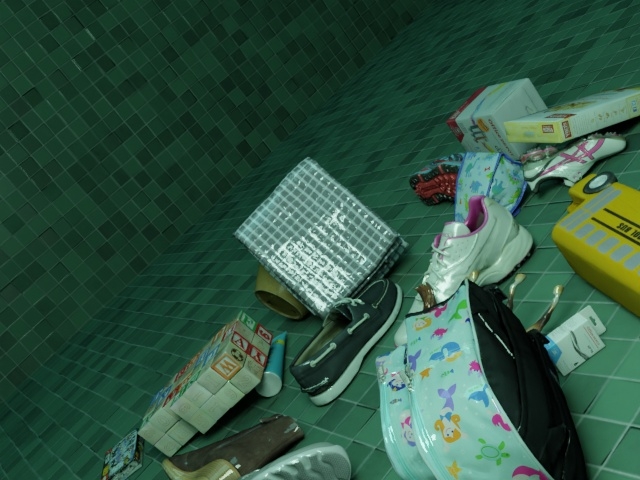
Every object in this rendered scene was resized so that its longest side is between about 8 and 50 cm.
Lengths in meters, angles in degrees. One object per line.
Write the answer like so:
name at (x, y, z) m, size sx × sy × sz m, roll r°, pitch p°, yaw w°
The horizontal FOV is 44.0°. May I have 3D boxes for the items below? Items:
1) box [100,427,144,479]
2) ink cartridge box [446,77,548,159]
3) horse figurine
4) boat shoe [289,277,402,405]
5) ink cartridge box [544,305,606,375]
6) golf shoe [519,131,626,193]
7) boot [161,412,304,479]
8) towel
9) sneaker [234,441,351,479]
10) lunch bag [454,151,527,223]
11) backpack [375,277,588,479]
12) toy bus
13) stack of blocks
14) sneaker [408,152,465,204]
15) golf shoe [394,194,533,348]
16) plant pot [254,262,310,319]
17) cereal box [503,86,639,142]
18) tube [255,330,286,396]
box at (-0.424, 0.469, 1.700) m, size 0.094 × 0.027 × 0.137 m, roll -39°, pitch 17°, yaw 1°
ink cartridge box at (0.393, -0.258, 1.728) m, size 0.127 × 0.128 × 0.176 m, roll -44°, pitch 18°, yaw -16°
horse figurine at (0.232, 0.129, 1.140) m, size 0.263 × 0.066 × 0.175 m, roll 5°, pitch 67°, yaw 52°
boat shoe at (0.051, 0.157, 1.428) m, size 0.114 × 0.091 × 0.302 m, roll -24°, pitch 22°, yaw 43°
ink cartridge box at (0.328, 0.128, 1.016) m, size 0.083 × 0.048 × 0.028 m, roll -38°, pitch 17°, yaw 3°
golf shoe at (0.458, -0.140, 1.425) m, size 0.186 × 0.086 × 0.067 m, roll -15°, pitch -6°, yaw 15°
boot at (-0.153, 0.372, 1.362) m, size 0.206 × 0.090 × 0.248 m, roll -31°, pitch 9°, yaw -26°
towel at (0.000, 0.000, 1.579) m, size 0.235 × 0.283 × 0.121 m, roll -47°, pitch -17°, yaw -7°
sneaker at (-0.079, 0.360, 1.151) m, size 0.281 × 0.105 × 0.115 m, roll -34°, pitch 18°, yaw 17°
lunch bag at (0.318, -0.086, 1.512) m, size 0.151 × 0.096 × 0.129 m, roll -70°, pitch 20°, yaw -2°
backpack at (0.178, 0.196, 0.860) m, size 0.191 × 0.225 × 0.253 m, roll -37°, pitch 27°, yaw 15°
toy bus at (0.415, 0.010, 1.045) m, size 0.130 × 0.108 × 0.333 m, roll -39°, pitch 18°, yaw 3°
stack of blocks at (-0.231, 0.294, 1.563) m, size 0.297 × 0.087 × 0.171 m, roll -44°, pitch 13°, yaw 20°
sneaker at (0.294, -0.151, 1.707) m, size 0.125 × 0.104 × 0.262 m, roll -41°, pitch 18°, yaw -17°
golf shoe at (0.210, 0.053, 1.297) m, size 0.306 × 0.140 × 0.115 m, roll -46°, pitch 20°, yaw -18°
plant pot at (-0.036, 0.035, 1.739) m, size 0.237 × 0.237 × 0.254 m, roll -10°, pitch 45°, yaw 57°
cereal box at (0.489, -0.234, 1.476) m, size 0.240 × 0.047 × 0.173 m, roll -19°, pitch 13°, yaw -17°
tube at (-0.101, 0.245, 1.597) m, size 0.080 × 0.052 × 0.207 m, roll -31°, pitch 14°, yaw 7°
